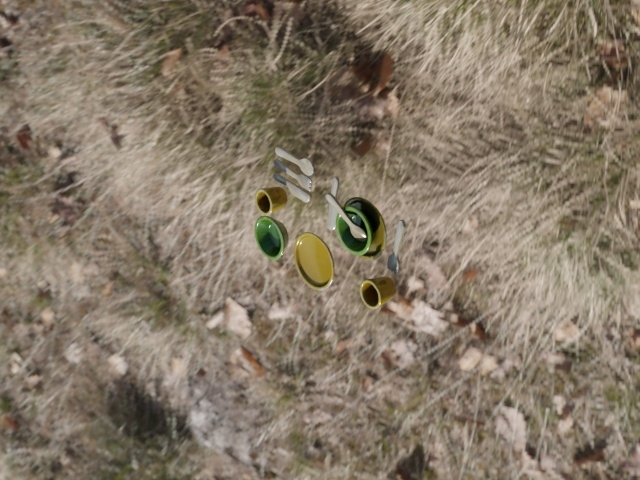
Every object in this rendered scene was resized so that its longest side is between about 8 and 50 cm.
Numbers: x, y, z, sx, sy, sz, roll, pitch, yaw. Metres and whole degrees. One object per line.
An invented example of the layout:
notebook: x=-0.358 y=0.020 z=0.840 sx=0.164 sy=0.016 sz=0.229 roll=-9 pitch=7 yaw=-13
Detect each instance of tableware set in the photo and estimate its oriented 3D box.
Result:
tableware set: x=0.000 y=0.000 z=0.794 sx=0.154 sy=0.024 sz=0.104 roll=34 pitch=130 yaw=37
